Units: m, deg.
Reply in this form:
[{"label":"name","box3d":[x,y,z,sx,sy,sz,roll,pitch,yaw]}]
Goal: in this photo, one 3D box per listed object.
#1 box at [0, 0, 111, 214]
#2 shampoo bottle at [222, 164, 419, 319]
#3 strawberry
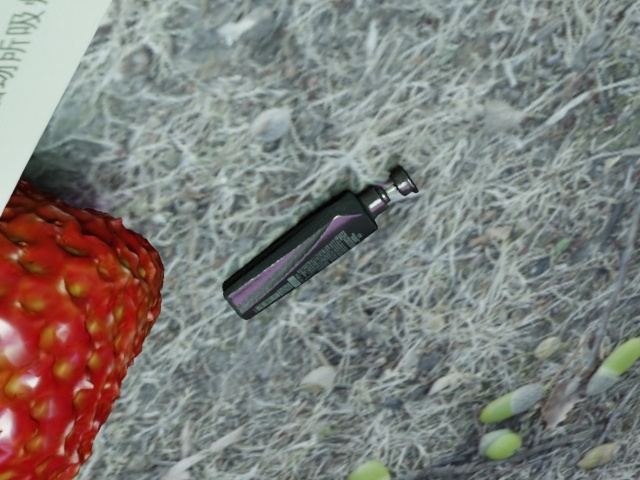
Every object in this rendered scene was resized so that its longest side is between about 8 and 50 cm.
[{"label":"box","box3d":[-0.183,-0.048,0.456,0.245,0.035,0.139,-5,147,-38]},{"label":"shampoo bottle","box3d":[0.000,0.000,1.034,0.137,0.027,0.048,-36,154,5]},{"label":"strawberry","box3d":[-0.210,0.059,0.808,0.288,0.250,0.238,-25,142,-52]}]
